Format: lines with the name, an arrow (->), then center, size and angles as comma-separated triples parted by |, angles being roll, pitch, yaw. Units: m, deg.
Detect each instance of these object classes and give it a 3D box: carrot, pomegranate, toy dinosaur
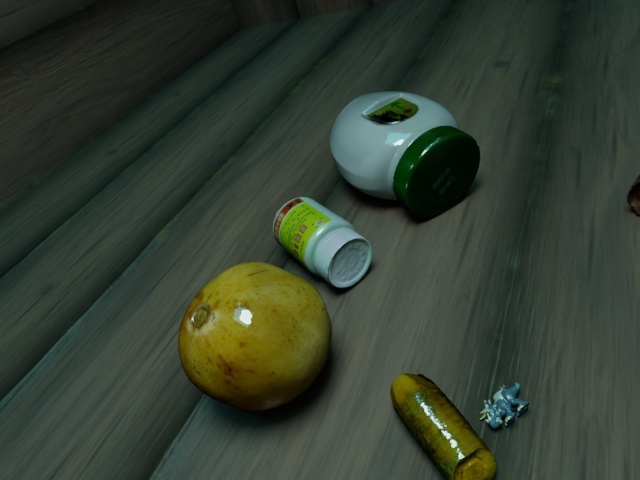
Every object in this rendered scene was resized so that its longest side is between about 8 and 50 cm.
carrot -> 0.173, 0.274, 0.596 | 0.082, 0.082, 0.173 | -32, 39, -11
pomegranate -> -0.104, 0.161, 0.707 | 0.264, 0.264, 0.264 | -12, 42, 11
toy dinosaur -> 0.280, 0.249, 0.613 | 0.083, 0.030, 0.047 | -33, 44, -13

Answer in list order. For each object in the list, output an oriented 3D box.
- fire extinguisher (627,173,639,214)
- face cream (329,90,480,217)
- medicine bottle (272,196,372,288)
fire extinguisher -> 0.759, -0.166, 0.808 | 0.147, 0.106, 0.337 | 40, 67, 18
face cream -> 0.198, -0.234, 1.018 | 0.312, 0.219, 0.357 | -29, 45, -10
medicine bottle -> 0.000, 0.000, 0.913 | 0.139, 0.139, 0.225 | -37, 43, -16
